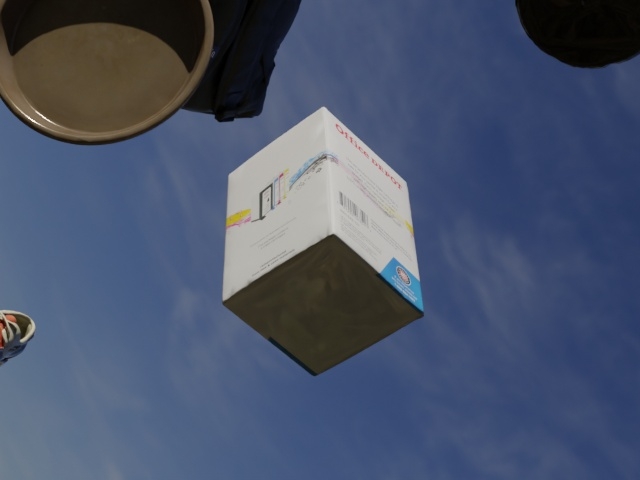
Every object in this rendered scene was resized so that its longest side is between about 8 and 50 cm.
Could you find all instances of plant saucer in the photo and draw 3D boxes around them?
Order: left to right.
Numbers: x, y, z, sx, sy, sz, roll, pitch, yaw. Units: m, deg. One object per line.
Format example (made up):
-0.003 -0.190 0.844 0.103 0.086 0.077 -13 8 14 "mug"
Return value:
-0.265 -0.239 1.572 0.278 0.278 0.041 54 -7 17 "plant saucer"

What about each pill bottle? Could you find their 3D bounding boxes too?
0.242 -0.246 1.096 0.122 0.219 0.123 10 -53 14 "pill bottle"

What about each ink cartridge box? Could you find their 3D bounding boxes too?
0.000 0.000 1.537 0.171 0.168 0.233 41 30 -32 "ink cartridge box"

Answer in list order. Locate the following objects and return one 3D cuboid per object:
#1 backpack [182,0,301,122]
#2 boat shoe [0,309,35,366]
-0.147 -0.374 1.764 0.355 0.290 0.273 -55 -131 34 "backpack"
-0.257 0.074 1.019 0.049 0.043 0.137 52 -4 5 "boat shoe"
